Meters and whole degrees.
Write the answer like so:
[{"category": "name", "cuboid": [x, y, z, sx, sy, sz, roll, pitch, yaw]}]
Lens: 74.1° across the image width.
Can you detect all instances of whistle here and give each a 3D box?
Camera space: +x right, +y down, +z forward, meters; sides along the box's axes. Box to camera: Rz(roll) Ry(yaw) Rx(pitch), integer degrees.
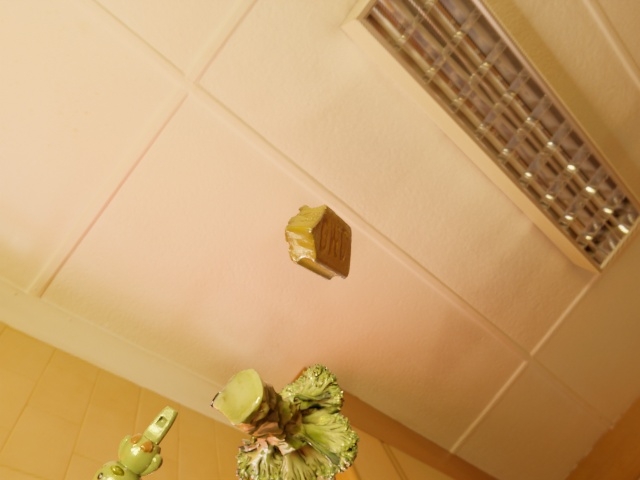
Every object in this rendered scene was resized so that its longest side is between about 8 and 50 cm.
[{"category": "whistle", "cuboid": [-0.506, 0.592, 1.149, 0.141, 0.141, 0.294, 38, -112, -24]}]

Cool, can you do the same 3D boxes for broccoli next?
[{"category": "broccoli", "cuboid": [-0.058, 0.322, 0.788, 0.252, 0.221, 0.361, -15, -40, -15]}]

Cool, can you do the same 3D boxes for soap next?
[{"category": "soap", "cuboid": [0.000, 0.000, 1.084, 0.257, 0.080, 0.160, 34, -123, -61]}]

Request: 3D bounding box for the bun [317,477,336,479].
[{"category": "bun", "cuboid": [-0.041, 0.941, 1.504, 0.234, 0.362, 0.326, -12, -38, -8]}]
